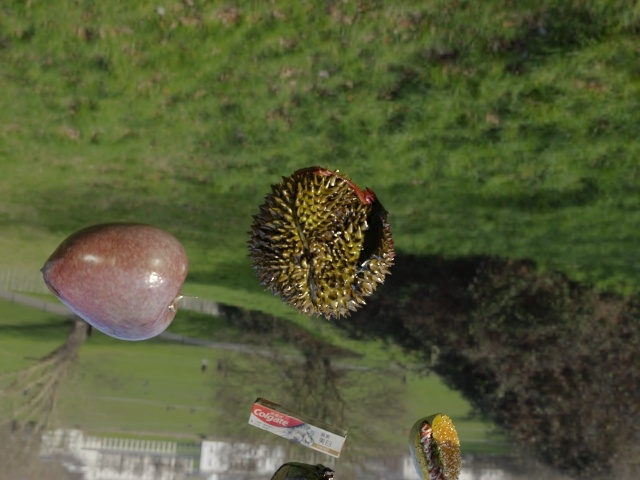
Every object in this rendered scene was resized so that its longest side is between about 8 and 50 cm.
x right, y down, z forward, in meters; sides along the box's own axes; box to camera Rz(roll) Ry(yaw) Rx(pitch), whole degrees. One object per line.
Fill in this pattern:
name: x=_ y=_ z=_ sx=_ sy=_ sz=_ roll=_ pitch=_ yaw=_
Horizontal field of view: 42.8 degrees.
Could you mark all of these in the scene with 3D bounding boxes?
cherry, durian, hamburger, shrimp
cherry: x=-0.395 y=0.076 z=1.625 sx=0.307 sy=0.221 sz=0.261 roll=12 pitch=138 yaw=-11
durian: x=0.004 y=0.003 z=1.866 sx=0.348 sy=0.347 sz=0.384 roll=-1 pitch=-168 yaw=13
hamburger: x=0.331 y=0.598 z=2.309 sx=0.116 sy=0.210 sz=0.173 roll=-15 pitch=180 yaw=44
shrimp: x=-0.066 y=0.601 z=1.841 sx=0.054 sy=0.222 sz=0.290 roll=33 pitch=146 yaw=-20

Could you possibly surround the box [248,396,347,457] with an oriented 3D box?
box: x=-0.052 y=0.415 z=1.816 sx=0.218 sy=0.055 sz=0.039 roll=21 pitch=-169 yaw=5
